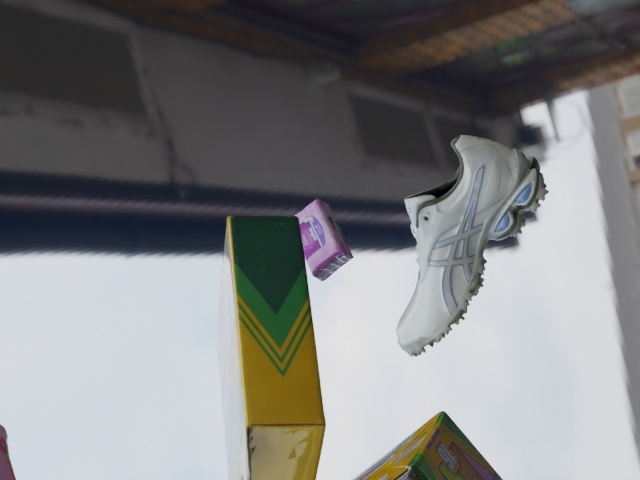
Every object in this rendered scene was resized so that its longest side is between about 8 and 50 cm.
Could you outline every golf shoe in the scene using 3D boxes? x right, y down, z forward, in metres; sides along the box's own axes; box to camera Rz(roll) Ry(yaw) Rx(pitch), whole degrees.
[{"bbox_3d":[0.091,0.000,1.146,0.086,0.176,0.069,28,-167,-11],"label":"golf shoe"}]

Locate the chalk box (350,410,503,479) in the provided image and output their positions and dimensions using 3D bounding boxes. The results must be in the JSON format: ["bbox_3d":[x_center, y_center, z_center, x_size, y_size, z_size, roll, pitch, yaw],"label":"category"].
[{"bbox_3d":[0.105,0.268,1.203,0.213,0.132,0.132,51,-160,-1],"label":"chalk box"}]

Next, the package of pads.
[{"bbox_3d":[0.000,0.000,1.759,0.032,0.050,0.083,26,-147,-53],"label":"package of pads"}]

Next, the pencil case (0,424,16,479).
[{"bbox_3d":[-0.389,0.345,1.766,0.124,0.124,0.284,41,-160,-54],"label":"pencil case"}]

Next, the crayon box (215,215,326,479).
[{"bbox_3d":[-0.055,0.159,1.599,0.203,0.083,0.323,100,167,-49],"label":"crayon box"}]
